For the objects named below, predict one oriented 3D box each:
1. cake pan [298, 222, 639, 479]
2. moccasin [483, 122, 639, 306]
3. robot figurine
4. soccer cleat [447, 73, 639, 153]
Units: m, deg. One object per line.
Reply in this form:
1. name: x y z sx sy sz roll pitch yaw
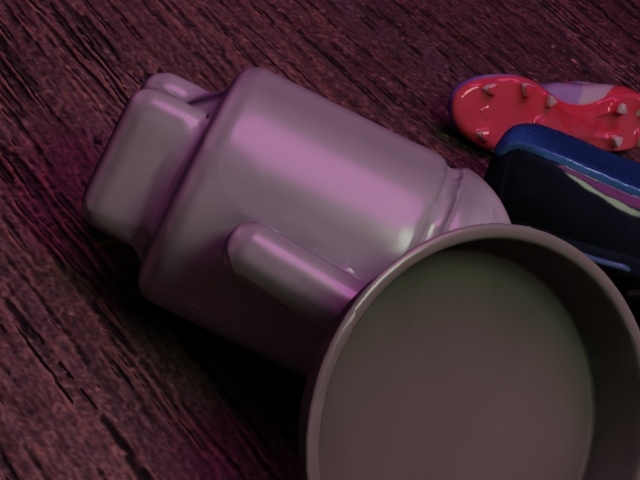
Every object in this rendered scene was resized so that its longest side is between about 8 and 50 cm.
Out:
1. cake pan: 0.105 0.133 1.363 0.293 0.293 0.054 6 1 -31
2. moccasin: 0.308 0.005 1.797 0.342 0.116 0.138 26 21 5
3. robot figurine: 0.000 0.000 1.492 0.353 0.199 0.300 26 18 -2
4. soccer cleat: 0.223 -0.127 1.957 0.248 0.083 0.095 0 13 -29
